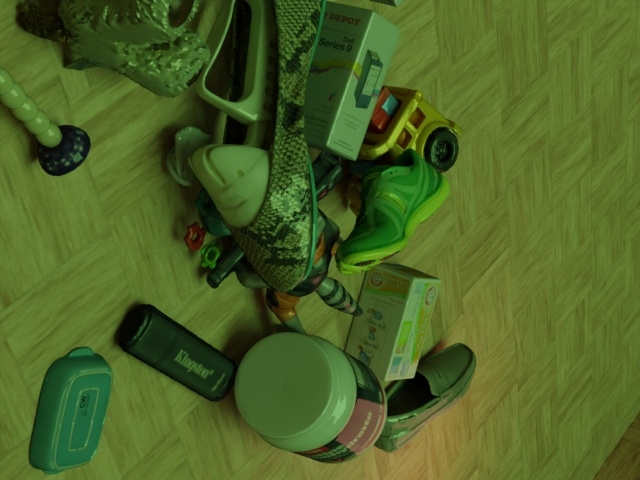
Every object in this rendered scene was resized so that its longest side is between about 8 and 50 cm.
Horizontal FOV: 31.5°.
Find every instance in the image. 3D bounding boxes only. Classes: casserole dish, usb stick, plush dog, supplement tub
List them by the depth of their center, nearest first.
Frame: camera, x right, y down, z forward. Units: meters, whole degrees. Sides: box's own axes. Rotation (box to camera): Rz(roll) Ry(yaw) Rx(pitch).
[{"bbox_3d":[-0.225,-0.325,1.352,0.262,0.210,0.225,94,10,-73],"label":"plush dog"},{"bbox_3d":[-0.339,0.242,1.573,0.114,0.037,0.188,1,105,-55],"label":"casserole dish"},{"bbox_3d":[-0.209,0.174,1.713,0.077,0.045,0.278,-63,146,-12],"label":"usb stick"},{"bbox_3d":[-0.013,0.261,1.877,0.191,0.191,0.272,-65,155,-7],"label":"supplement tub"}]

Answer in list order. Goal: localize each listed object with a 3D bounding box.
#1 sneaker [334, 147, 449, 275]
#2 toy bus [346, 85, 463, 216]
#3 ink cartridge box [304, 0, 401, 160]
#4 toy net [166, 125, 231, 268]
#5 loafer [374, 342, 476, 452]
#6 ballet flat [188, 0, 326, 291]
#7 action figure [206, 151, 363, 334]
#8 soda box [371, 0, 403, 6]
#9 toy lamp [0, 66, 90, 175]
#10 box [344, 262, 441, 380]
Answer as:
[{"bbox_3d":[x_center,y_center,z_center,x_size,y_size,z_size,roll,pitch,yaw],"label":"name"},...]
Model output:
[{"bbox_3d":[0.092,-0.046,1.772,0.123,0.109,0.295,51,43,-8],"label":"sneaker"},{"bbox_3d":[0.105,-0.161,1.914,0.211,0.149,0.220,42,74,-41],"label":"toy bus"},{"bbox_3d":[0.008,-0.247,1.705,0.093,0.154,0.212,21,90,-55],"label":"ink cartridge box"},{"bbox_3d":[-0.180,-0.069,1.635,0.122,0.045,0.232,-49,139,-23],"label":"toy net"},{"bbox_3d":[0.216,0.305,2.326,0.319,0.112,0.111,-41,145,-36],"label":"loafer"},{"bbox_3d":[-0.097,-0.174,1.565,0.182,0.164,0.483,7,84,-41],"label":"ballet flat"},{"bbox_3d":[0.000,0.000,1.787,0.341,0.178,0.330,-49,161,-8],"label":"action figure"},{"bbox_3d":[0.078,-0.465,1.728,0.074,0.069,0.216,-46,131,-17],"label":"soda box"},{"bbox_3d":[-0.359,-0.178,1.289,0.080,0.080,0.274,-59,146,-16],"label":"toy lamp"},{"bbox_3d":[0.135,0.151,2.136,0.114,0.103,0.203,4,104,-55],"label":"box"}]
